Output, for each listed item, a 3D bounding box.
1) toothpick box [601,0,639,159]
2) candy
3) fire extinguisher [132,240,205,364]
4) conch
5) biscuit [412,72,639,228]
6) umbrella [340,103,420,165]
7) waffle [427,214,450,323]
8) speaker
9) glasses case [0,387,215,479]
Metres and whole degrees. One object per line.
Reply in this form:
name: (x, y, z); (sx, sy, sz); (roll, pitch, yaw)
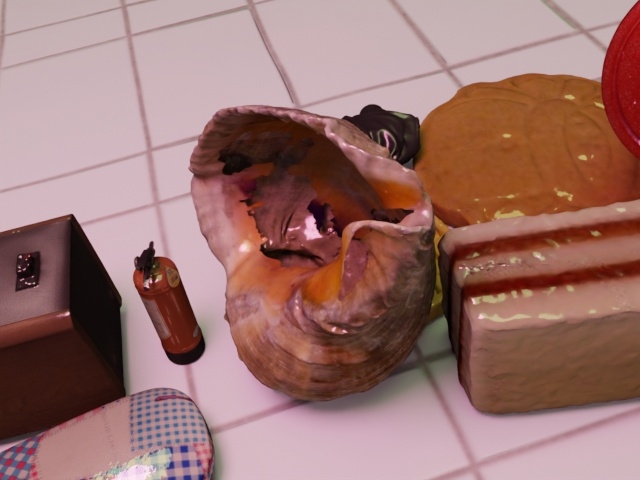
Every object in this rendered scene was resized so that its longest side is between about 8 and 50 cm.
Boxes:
toothpick box: (0.460, -0.178, 0.712); (0.204, 0.204, 0.333); (31, 29, 31)
candy: (0.283, 0.063, 0.631); (0.321, 0.179, 0.135); (-9, 47, 1)
fire extinguisher: (-0.165, 0.068, 0.697); (0.050, 0.177, 0.062); (-6, 47, 2)
conch: (0.010, -0.008, 0.638); (0.297, 0.352, 0.210); (51, 47, 2)
biscuit: (0.297, -0.125, 0.884); (0.352, 0.057, 0.312); (-10, 49, 0)
umbrella: (0.068, -0.093, 0.859); (0.110, 0.122, 0.272); (29, 41, -17)
waffle: (0.112, 0.013, 0.808); (0.125, 0.032, 0.191); (-29, 48, -14)
speaker: (-0.343, 0.102, 0.685); (0.231, 0.192, 0.153); (-15, 49, -4)
glasses case: (-0.260, 0.249, 0.617); (0.328, 0.076, 0.125); (-24, 51, -13)
